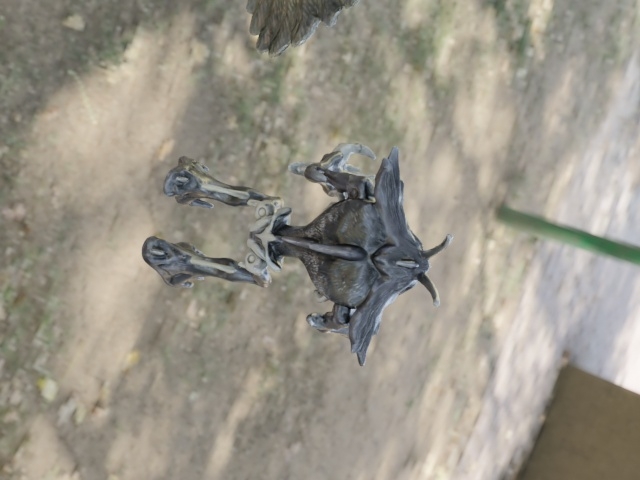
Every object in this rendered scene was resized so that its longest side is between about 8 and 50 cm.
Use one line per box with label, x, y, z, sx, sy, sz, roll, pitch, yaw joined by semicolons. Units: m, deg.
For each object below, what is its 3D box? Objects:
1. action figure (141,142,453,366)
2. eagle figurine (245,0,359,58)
action figure;0.000;0.000;0.978;0.141;0.275;0.164;-2;101;-56
eagle figurine;-0.008;-0.297;0.810;0.298;0.226;0.225;-48;131;-20
